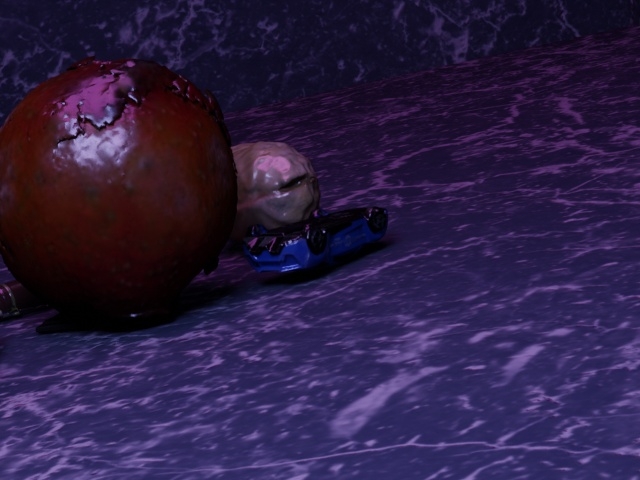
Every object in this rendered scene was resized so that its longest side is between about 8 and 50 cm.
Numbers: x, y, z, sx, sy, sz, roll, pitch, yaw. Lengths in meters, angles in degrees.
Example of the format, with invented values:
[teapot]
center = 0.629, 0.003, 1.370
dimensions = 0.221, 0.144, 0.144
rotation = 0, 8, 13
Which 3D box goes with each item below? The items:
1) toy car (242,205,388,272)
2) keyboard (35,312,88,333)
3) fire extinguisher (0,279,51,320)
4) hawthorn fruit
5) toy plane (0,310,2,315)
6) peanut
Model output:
[toy car]
center = 0.000, 0.000, 1.753
dimensions = 0.103, 0.063, 0.216
rotation = -1, 9, 39
[keyboard]
center = -0.260, 0.073, 1.763
dimensions = 0.061, 0.013, 0.204
rotation = -7, 12, 23
[fire extinguisher]
center = -0.336, 0.059, 1.833
dimensions = 0.158, 0.043, 0.064
rotation = -19, 43, -33
[hawthorn fruit]
center = -0.229, -0.047, 1.659
dimensions = 0.316, 0.315, 0.316
rotation = -11, 11, 2
[toy plane]
center = -0.411, 0.106, 1.549
dimensions = 0.229, 0.092, 0.244
rotation = -18, 14, -42
[peanut]
center = -0.085, -0.067, 1.994
dimensions = 0.149, 0.149, 0.313
rotation = -13, 11, -8
